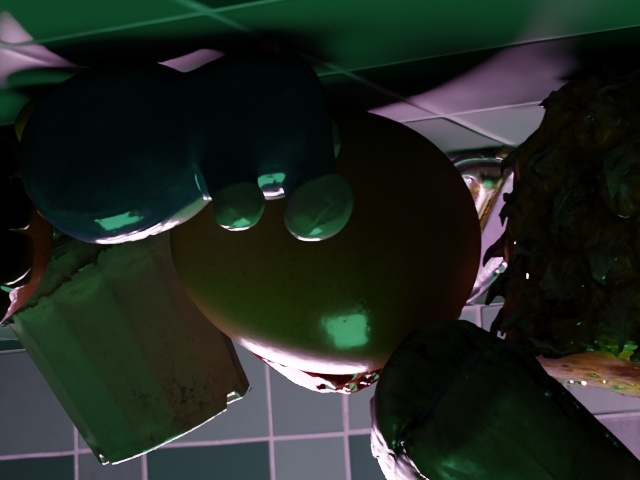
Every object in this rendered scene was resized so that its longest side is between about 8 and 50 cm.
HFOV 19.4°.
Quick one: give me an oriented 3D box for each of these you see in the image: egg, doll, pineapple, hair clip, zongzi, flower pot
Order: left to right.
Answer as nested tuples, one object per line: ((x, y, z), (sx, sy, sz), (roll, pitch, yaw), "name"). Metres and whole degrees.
((-0.221, 0.096, 2.065), (0.290, 0.259, 0.290), (-26, -175, 3), "flower pot")
((-0.113, -0.071, 1.512), (0.258, 0.154, 0.228), (-15, -151, 5), "doll")
((0.000, 0.000, 1.778), (0.322, 0.250, 0.250), (2, 177, 39), "egg")
((0.096, 0.155, 1.661), (0.393, 0.174, 0.356), (31, 170, 43), "zongzi")
((0.172, 0.014, 2.192), (0.095, 0.110, 0.359), (-46, 163, -39), "hair clip")
((0.321, -0.001, 1.678), (0.352, 0.300, 0.352), (8, 176, 0), "pineapple")

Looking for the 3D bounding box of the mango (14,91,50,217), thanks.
((-0.207, -0.066, 1.726), (0.157, 0.109, 0.262), (0, 171, 7), "mango")

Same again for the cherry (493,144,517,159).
((0.261, -0.073, 1.957), (0.188, 0.115, 0.148), (5, -149, -4), "cherry")

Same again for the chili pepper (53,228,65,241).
((-0.349, -0.003, 2.322), (0.122, 0.065, 0.279), (-8, 176, 4), "chili pepper")

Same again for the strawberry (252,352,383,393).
((0.013, 0.044, 2.170), (0.220, 0.274, 0.274), (-27, 162, 25), "strawberry")

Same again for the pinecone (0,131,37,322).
((-0.349, -0.031, 1.498), (0.246, 0.246, 0.292), (-3, 160, 0), "pinecone")

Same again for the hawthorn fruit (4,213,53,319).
((-0.344, -0.017, 1.839), (0.199, 0.199, 0.251), (-7, -164, 24), "hawthorn fruit")
